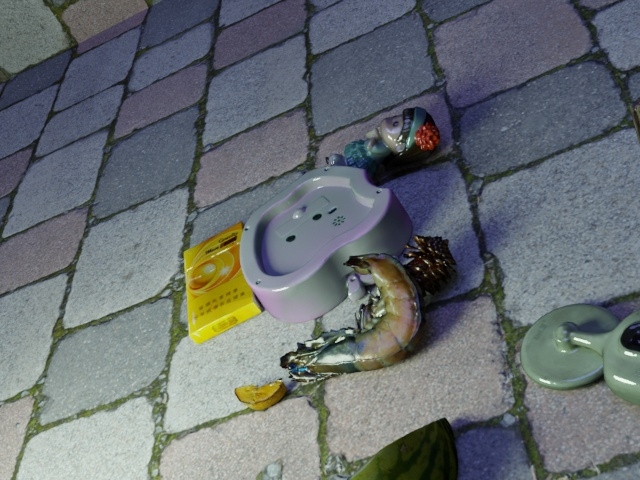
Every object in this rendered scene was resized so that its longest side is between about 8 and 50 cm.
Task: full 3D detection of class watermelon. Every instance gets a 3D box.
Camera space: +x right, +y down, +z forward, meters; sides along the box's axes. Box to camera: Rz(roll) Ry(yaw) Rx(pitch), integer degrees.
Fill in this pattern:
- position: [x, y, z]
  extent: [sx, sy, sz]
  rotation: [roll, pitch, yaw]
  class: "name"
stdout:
- position: [0.089, 0.377, 1.220]
  extent: [0.303, 0.159, 0.128]
  rotation: [-38, 74, -4]
  class: "watermelon"

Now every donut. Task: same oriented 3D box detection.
- position: [-0.100, 0.266, 1.521]
  extent: [0.083, 0.038, 0.067]
  rotation: [-33, 33, -8]
  class: "donut"

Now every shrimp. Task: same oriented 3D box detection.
- position: [0.044, 0.131, 1.506]
  extent: [0.290, 0.054, 0.222]
  rotation: [-24, 57, 24]
  class: "shrimp"

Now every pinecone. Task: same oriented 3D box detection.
- position: [0.185, 0.044, 1.505]
  extent: [0.102, 0.102, 0.109]
  rotation: [3, 68, 40]
  class: "pinecone"

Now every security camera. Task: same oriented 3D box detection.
- position: [0.412, 0.150, 1.232]
  extent: [0.302, 0.080, 0.157]
  rotation: [8, 54, 46]
  class: "security camera"

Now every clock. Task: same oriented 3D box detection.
- position: [0.000, 0.000, 1.694]
  extent: [0.339, 0.102, 0.338]
  rotation: [-21, 38, 17]
  class: "clock"

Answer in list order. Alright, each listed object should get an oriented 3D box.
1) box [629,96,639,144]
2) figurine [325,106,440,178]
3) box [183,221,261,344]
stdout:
- position: [0.602, -0.109, 1.197]
  extent: [0.225, 0.297, 0.190]
  rotation: [-37, 39, -5]
  class: "box"
- position: [0.133, -0.184, 1.804]
  extent: [0.246, 0.110, 0.138]
  rotation: [-27, 38, 17]
  class: "figurine"
- position: [-0.207, 0.083, 1.805]
  extent: [0.152, 0.043, 0.269]
  rotation: [-26, 37, 10]
  class: "box"
